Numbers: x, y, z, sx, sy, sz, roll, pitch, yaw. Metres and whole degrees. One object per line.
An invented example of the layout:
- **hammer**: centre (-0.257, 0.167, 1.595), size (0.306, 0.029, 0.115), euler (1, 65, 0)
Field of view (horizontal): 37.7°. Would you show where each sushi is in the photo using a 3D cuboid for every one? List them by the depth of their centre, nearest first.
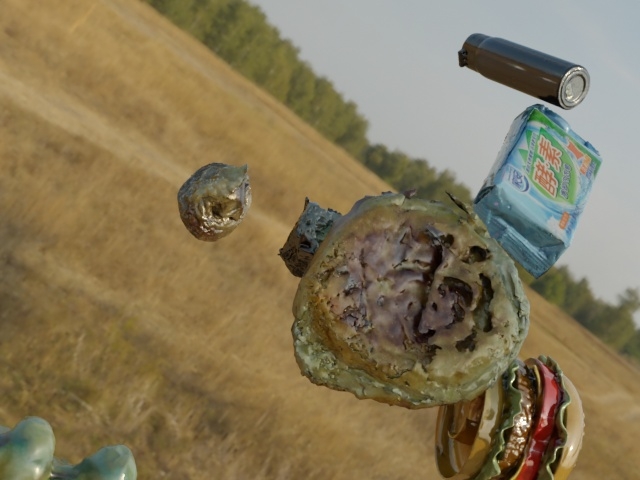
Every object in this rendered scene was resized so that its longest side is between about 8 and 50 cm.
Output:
- **sushi**: centre (0.000, 0.001, 1.273), size (0.094, 0.098, 0.084), euler (29, -34, -2)

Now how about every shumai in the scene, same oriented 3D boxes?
- **shumai**: centre (-0.162, -0.060, 1.515), size (0.105, 0.139, 0.123), euler (25, -43, 65)

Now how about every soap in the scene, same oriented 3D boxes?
- **soap**: centre (0.332, -0.089, 1.421), size (0.156, 0.077, 0.293), euler (37, 47, -5)

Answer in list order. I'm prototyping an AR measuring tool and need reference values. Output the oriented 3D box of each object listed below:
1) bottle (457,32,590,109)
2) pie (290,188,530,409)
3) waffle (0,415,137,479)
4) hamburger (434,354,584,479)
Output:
- **bottle**: centre (0.327, -0.283, 1.527), size (0.244, 0.082, 0.072), euler (35, -32, 47)
- **pie**: centre (0.118, 0.075, 1.137), size (0.308, 0.308, 0.085), euler (39, -20, 5)
- **waffle**: centre (-0.208, 0.237, 0.514), size (0.056, 0.292, 0.309), euler (-119, -164, -74)
- **hamburger**: centre (0.334, 0.320, 1.610), size (0.212, 0.274, 0.274), euler (16, 9, -8)
